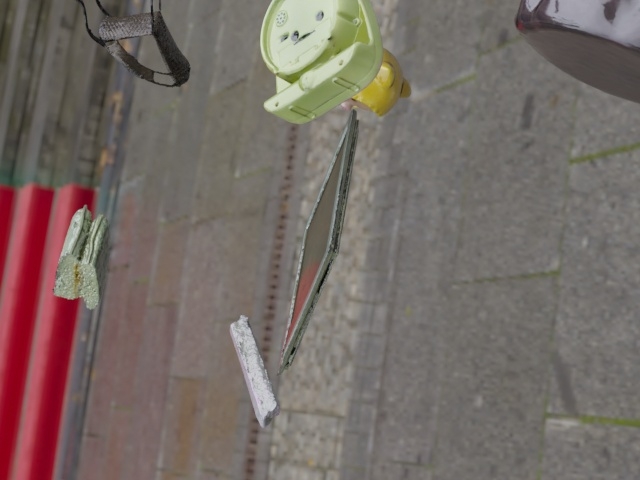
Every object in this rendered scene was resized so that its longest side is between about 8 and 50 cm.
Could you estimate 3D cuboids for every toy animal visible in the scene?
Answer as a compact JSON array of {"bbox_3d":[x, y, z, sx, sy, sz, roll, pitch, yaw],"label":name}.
[{"bbox_3d":[0.046,-0.305,2.051,0.230,0.156,0.156,42,128,18],"label":"toy animal"}]

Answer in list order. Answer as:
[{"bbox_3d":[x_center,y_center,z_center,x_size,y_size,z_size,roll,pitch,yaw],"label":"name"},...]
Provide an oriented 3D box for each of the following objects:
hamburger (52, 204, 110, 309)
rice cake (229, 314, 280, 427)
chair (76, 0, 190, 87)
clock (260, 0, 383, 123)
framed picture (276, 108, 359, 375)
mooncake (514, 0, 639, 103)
[{"bbox_3d":[-0.255,0.010,1.338,0.121,0.054,0.084,106,178,-59],"label":"hamburger"},{"bbox_3d":[-0.125,0.245,2.325,0.270,0.049,0.055,-114,3,-47],"label":"rice cake"},{"bbox_3d":[-0.307,-0.361,2.091,0.174,0.149,0.213,-88,-14,-55],"label":"chair"},{"bbox_3d":[-0.010,-0.279,1.590,0.170,0.069,0.232,-30,57,36],"label":"clock"},{"bbox_3d":[0.000,0.000,1.581,0.293,0.018,0.231,-79,9,-49],"label":"framed picture"},{"bbox_3d":[0.374,-0.253,1.431,0.141,0.283,0.283,-68,23,-2],"label":"mooncake"}]
